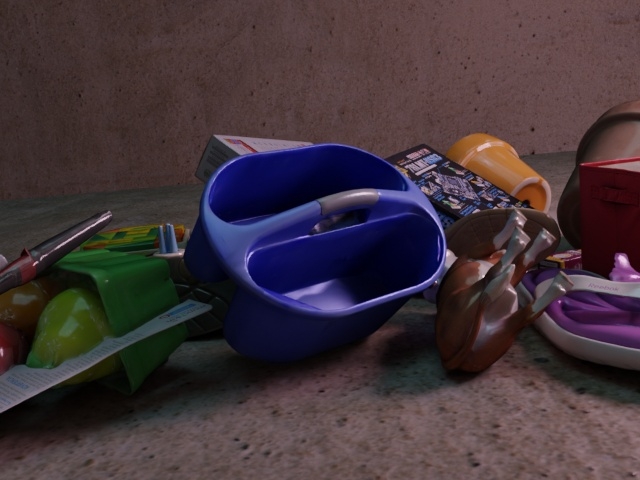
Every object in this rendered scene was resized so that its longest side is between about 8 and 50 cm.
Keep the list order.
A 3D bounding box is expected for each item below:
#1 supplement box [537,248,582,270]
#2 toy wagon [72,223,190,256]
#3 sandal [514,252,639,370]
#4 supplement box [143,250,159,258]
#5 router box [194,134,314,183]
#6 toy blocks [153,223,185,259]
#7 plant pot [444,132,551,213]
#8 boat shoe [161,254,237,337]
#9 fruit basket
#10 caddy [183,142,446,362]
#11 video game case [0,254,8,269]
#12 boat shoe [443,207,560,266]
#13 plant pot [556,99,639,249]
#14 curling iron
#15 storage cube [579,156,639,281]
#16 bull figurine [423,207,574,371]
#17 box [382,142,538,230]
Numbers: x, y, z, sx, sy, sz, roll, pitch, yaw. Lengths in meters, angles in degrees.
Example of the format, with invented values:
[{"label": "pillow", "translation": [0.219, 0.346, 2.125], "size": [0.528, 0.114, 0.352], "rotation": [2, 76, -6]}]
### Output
[{"label": "supplement box", "translation": [0.389, 0.042, 1.220], "size": [0.083, 0.043, 0.055], "rotation": [-10, 10, -25]}, {"label": "toy wagon", "translation": [-0.381, 0.026, 1.631], "size": [0.267, 0.068, 0.344], "rotation": [-7, 11, -5]}, {"label": "sandal", "translation": [0.338, 0.067, 0.945], "size": [0.169, 0.102, 0.416], "rotation": [-7, 9, -10]}, {"label": "supplement box", "translation": [-0.281, 0.074, 1.285], "size": [0.104, 0.081, 0.188], "rotation": [2, 13, 34]}, {"label": "router box", "translation": [0.005, -0.063, 1.347], "size": [0.335, 0.082, 0.301], "rotation": [36, 22, 26]}, {"label": "toy blocks", "translation": [-0.208, 0.041, 1.243], "size": [0.054, 0.148, 0.123], "rotation": [4, 14, 40]}, {"label": "plant pot", "translation": [0.377, -0.105, 1.659], "size": [0.205, 0.205, 0.188], "rotation": [-11, 27, -27]}, {"label": "boat shoe", "translation": [-0.137, 0.077, 1.150], "size": [0.324, 0.123, 0.116], "rotation": [-8, -9, 9]}, {"label": "fruit basket", "translation": [-0.350, 0.135, 0.919], "size": [0.327, 0.165, 0.353], "rotation": [5, 31, 47]}, {"label": "caddy", "translation": [0.000, 0.000, 0.966], "size": [0.341, 0.241, 0.179], "rotation": [-14, -29, -38]}, {"label": "video game case", "translation": [-0.483, 0.077, 0.988], "size": [0.143, 0.019, 0.157], "rotation": [-12, 28, 50]}, {"label": "boat shoe", "translation": [0.233, 0.016, 1.192], "size": [0.285, 0.103, 0.092], "rotation": [-22, -6, 34]}, {"label": "plant pot", "translation": [0.531, -0.082, 1.352], "size": [0.263, 0.263, 0.229], "rotation": [6, 32, 47]}, {"label": "curling iron", "translation": [-0.347, 0.030, 0.900], "size": [0.068, 0.035, 0.274], "rotation": [1, 31, 42]}, {"label": "storage cube", "translation": [0.488, -0.015, 1.072], "size": [0.215, 0.193, 0.183], "rotation": [-7, 11, -12]}, {"label": "bull figurine", "translation": [0.204, 0.057, 0.976], "size": [0.101, 0.188, 0.310], "rotation": [38, 19, -7]}, {"label": "box", "translation": [0.247, -0.060, 1.389], "size": [0.293, 0.073, 0.295], "rotation": [31, 24, 15]}]
